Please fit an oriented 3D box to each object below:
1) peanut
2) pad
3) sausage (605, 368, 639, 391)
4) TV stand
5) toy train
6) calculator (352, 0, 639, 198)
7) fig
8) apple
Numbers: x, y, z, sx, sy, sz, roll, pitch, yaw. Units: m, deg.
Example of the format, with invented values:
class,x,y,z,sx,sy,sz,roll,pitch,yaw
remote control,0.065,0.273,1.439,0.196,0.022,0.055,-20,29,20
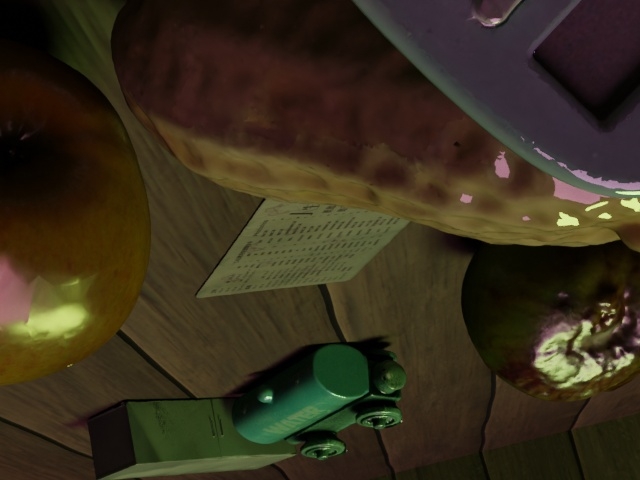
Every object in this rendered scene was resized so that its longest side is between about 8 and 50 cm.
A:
class,x,y,z,sx,sy,sz,roll,pitch,yaw
peanut,0.050,-0.075,0.528,0.313,0.152,0.152,14,177,31
pad,0.000,-0.001,1.013,0.159,0.009,0.265,-6,161,-23
sausage,0.329,0.091,1.340,0.136,0.123,0.501,-47,166,-12
TV stand,-0.159,0.250,1.524,0.088,0.083,0.269,-26,159,38
toy train,-0.006,0.196,1.466,0.159,0.101,0.248,13,150,-27
calculator,0.097,-0.120,0.382,0.184,0.295,0.042,-47,-165,10
fig,0.214,0.053,1.081,0.181,0.181,0.191,-5,-175,-25
apple,-0.170,-0.016,0.590,0.182,0.182,0.155,-1,150,-33
